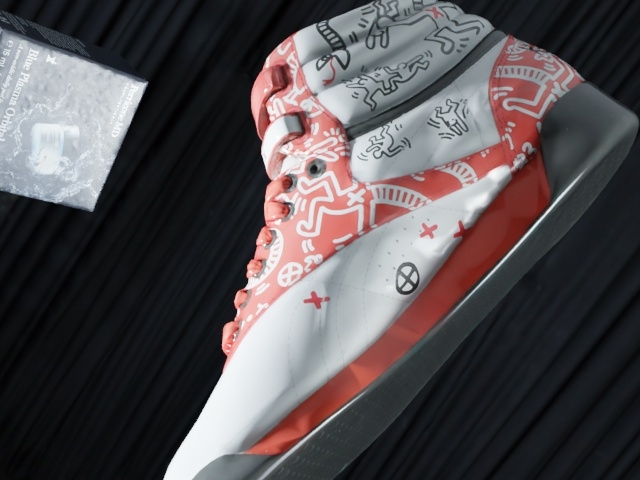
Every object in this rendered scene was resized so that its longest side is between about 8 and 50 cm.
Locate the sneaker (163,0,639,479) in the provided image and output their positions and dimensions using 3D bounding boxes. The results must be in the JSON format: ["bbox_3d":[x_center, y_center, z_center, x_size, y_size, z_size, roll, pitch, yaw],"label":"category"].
[{"bbox_3d":[0.001,0.000,0.391,0.145,0.270,0.090,42,169,22],"label":"sneaker"}]

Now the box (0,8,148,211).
[{"bbox_3d":[-0.285,-0.130,0.873,0.158,0.155,0.093,14,-161,-41],"label":"box"}]
